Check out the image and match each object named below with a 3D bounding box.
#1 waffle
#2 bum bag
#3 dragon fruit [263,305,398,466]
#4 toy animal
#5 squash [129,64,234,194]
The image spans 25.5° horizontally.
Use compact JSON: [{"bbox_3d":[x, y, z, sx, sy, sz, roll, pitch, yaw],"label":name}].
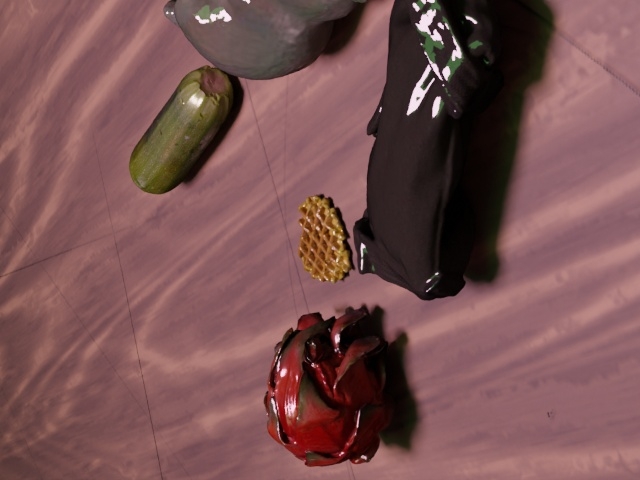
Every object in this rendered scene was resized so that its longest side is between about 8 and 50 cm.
[{"bbox_3d":[0.001,-0.001,1.306,0.078,0.016,0.085,14,118,53],"label":"waffle"},{"bbox_3d":[0.083,-0.079,1.060,0.326,0.079,0.142,97,150,-44],"label":"bum bag"},{"bbox_3d":[0.009,0.136,1.279,0.121,0.130,0.142,-25,-84,-85],"label":"dragon fruit"},{"bbox_3d":[-0.011,-0.208,1.126,0.251,0.127,0.125,-8,71,55],"label":"toy animal"},{"bbox_3d":[-0.147,-0.108,1.458,0.066,0.066,0.229,65,150,12],"label":"squash"}]
